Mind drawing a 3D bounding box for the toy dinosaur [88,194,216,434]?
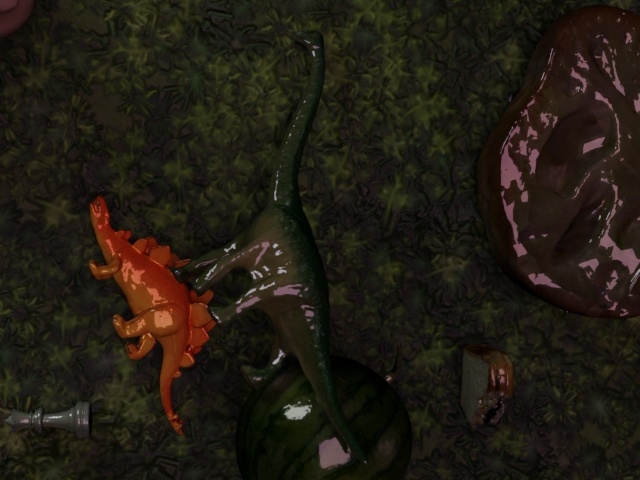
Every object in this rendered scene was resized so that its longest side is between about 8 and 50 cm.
[{"bbox_3d":[-0.174,0.075,1.301,0.117,0.070,0.288,-26,101,-10],"label":"toy dinosaur"}]

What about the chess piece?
[{"bbox_3d":[-0.301,0.198,1.294,0.093,0.042,0.042,1,92,-4],"label":"chess piece"}]

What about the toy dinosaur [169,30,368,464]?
[{"bbox_3d":[0.000,0.000,1.256,0.301,0.087,0.447,-33,74,-17],"label":"toy dinosaur"}]

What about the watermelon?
[{"bbox_3d":[0.011,0.211,1.282,0.214,0.188,0.188,-43,100,-25],"label":"watermelon"}]

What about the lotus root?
[{"bbox_3d":[0.365,-0.095,1.380,0.390,0.111,0.375,-25,95,-10],"label":"lotus root"}]

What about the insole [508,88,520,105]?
[{"bbox_3d":[0.312,-0.187,1.416,0.188,0.004,0.064,-22,96,-9],"label":"insole"}]

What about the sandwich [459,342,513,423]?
[{"bbox_3d":[0.193,0.168,1.355,0.035,0.105,0.093,1,88,-11],"label":"sandwich"}]

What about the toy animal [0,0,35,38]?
[{"bbox_3d":[-0.411,-0.274,1.158,0.221,0.229,0.210,-25,91,-7],"label":"toy animal"}]
